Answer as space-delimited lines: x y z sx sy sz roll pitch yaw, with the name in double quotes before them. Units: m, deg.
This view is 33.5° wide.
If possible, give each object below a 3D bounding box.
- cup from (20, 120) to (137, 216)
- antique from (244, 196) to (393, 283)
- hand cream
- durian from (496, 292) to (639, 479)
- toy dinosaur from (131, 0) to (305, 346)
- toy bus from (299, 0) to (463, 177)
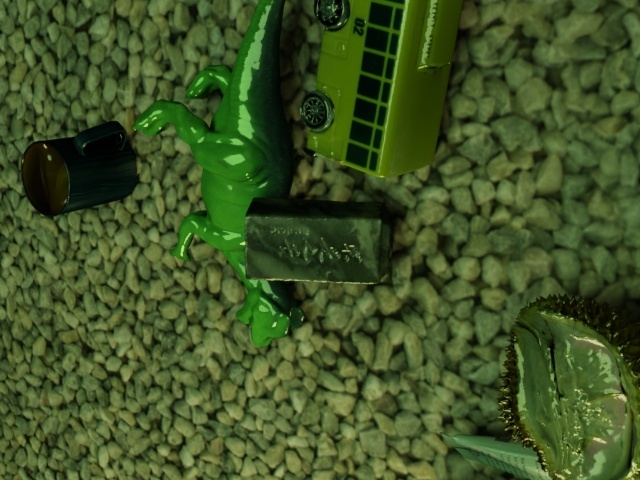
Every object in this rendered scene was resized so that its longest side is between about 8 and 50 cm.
"cup" -0.350 -0.107 1.602 0.150 0.138 0.114 -15 92 40
"antique" 0.000 0.000 1.334 0.182 0.086 0.088 2 107 4
"hand cream" 0.295 0.264 1.218 0.331 0.085 0.058 -1 61 37
"durian" 0.289 0.173 1.154 0.193 0.137 0.237 21 111 30
"toy dinosaur" -0.051 -0.103 1.365 0.500 0.144 0.375 -39 81 43
"toy bus" 0.078 -0.216 1.235 0.150 0.128 0.262 24 116 32
